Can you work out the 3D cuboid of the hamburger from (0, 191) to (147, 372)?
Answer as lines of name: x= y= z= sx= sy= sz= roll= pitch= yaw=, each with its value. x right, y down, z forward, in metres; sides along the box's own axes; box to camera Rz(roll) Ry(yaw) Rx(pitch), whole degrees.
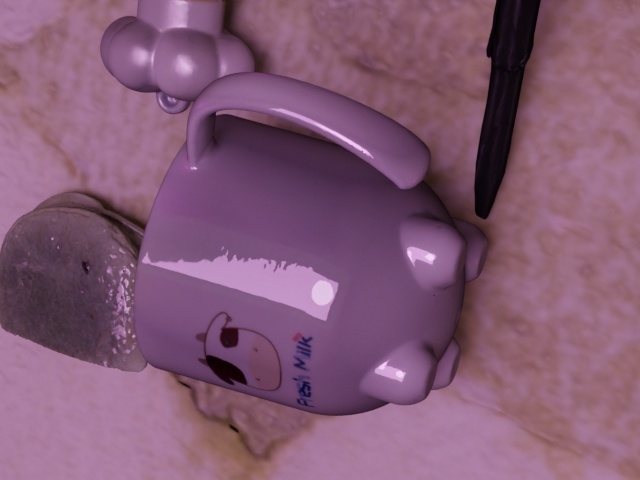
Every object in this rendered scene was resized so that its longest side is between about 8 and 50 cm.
hamburger: x=-0.137 y=0.018 z=0.751 sx=0.121 sy=0.054 sz=0.084 roll=13 pitch=106 yaw=26

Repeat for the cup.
cup: x=0.004 y=0.000 z=0.644 sx=0.142 sy=0.134 sz=0.174 roll=15 pitch=111 yaw=17

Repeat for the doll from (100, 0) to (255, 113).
doll: x=-0.069 y=-0.146 z=0.686 sx=0.106 sy=0.062 sz=0.163 roll=15 pitch=105 yaw=23

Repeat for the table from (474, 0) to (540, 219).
table: x=0.164 y=-0.070 z=0.509 sx=0.317 sy=0.317 sz=0.249 roll=8 pitch=118 yaw=20
